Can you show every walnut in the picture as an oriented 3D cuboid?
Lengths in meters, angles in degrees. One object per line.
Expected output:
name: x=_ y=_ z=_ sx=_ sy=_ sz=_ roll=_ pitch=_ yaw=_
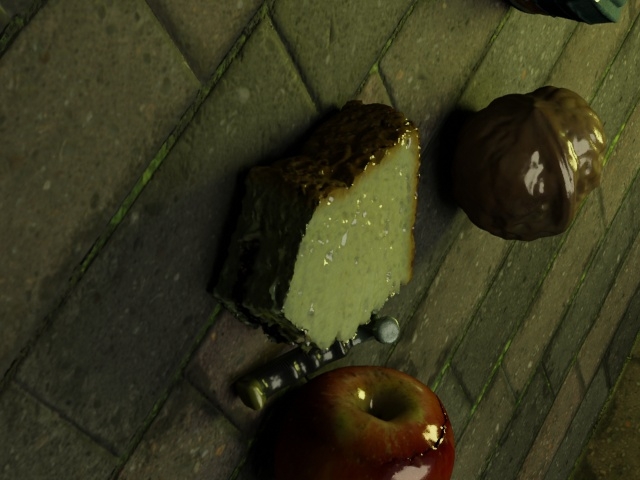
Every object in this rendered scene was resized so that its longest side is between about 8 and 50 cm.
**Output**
walnut: x=0.340 y=-0.125 z=1.706 sx=0.273 sy=0.273 sz=0.227 roll=58 pitch=27 yaw=-54

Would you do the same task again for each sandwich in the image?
sandwich: x=0.000 y=0.000 z=1.337 sx=0.325 sy=0.131 sz=0.262 roll=-40 pitch=140 yaw=-44

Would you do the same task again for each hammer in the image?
hammer: x=-0.014 y=0.162 z=1.431 sx=0.226 sy=0.158 sz=0.041 roll=-28 pitch=98 yaw=-25

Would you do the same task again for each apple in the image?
apple: x=0.066 y=0.312 z=1.515 sx=0.272 sy=0.251 sz=0.206 roll=-42 pitch=148 yaw=-58

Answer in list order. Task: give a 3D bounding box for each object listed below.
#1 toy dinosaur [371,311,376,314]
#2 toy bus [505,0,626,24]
toy dinosaur: x=0.047 y=0.077 z=1.545 sx=0.209 sy=0.039 sz=0.082 roll=9 pitch=100 yaw=-57
toy bus: x=0.416 y=-0.512 z=1.627 sx=0.162 sy=0.194 sz=0.324 roll=7 pitch=102 yaw=-60
